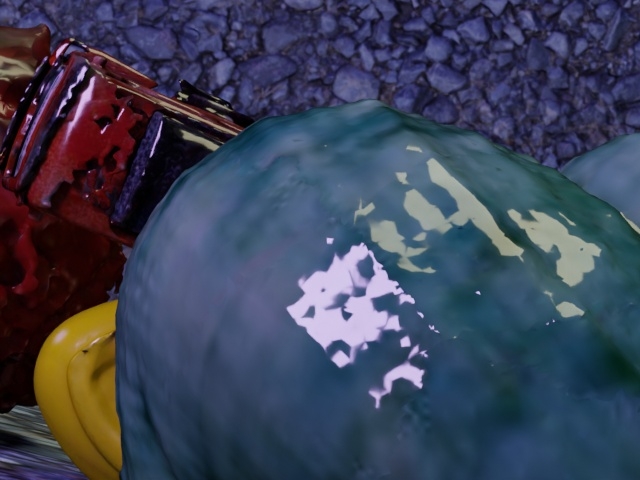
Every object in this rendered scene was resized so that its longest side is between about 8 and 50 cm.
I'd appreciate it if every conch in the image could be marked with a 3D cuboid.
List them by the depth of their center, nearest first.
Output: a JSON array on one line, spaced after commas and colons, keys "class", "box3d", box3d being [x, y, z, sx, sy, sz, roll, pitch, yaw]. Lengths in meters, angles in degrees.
[{"class": "conch", "box3d": [0.049, 0.029, 0.400, 0.202, 0.134, 0.196, 2, 31, -4]}]

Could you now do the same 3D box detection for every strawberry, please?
[{"class": "strawberry", "box3d": [-0.169, 0.000, 0.691, 0.187, 0.184, 0.201, 8, -38, 24]}]

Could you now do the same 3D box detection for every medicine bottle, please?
[{"class": "medicine bottle", "box3d": [-0.041, 0.071, 0.647, 0.111, 0.076, 0.309, 24, -6, 2]}]

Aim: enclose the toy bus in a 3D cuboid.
[{"class": "toy bus", "box3d": [0.000, 0.000, 0.572, 0.235, 0.073, 0.096, 23, 0, -8]}]
